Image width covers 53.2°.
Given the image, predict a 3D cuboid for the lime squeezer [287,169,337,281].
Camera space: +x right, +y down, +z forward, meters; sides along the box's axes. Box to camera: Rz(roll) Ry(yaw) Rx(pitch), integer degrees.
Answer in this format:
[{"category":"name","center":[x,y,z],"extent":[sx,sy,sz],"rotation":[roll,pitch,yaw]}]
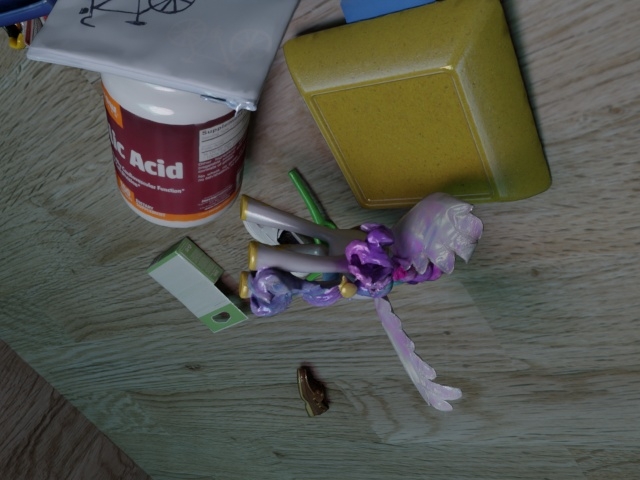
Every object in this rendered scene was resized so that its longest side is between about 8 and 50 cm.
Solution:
[{"category":"lime squeezer","center":[0.000,0.000,1.244],"extent":[0.110,0.059,0.310],"rotation":[44,153,38]}]

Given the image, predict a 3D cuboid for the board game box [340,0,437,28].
[{"category":"board game box","center":[0.108,-0.293,0.880],"extent":[0.133,0.033,0.168],"rotation":[3,139,31]}]

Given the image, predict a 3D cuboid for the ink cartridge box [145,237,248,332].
[{"category":"ink cartridge box","center":[-0.287,0.112,1.532],"extent":[0.235,0.056,0.171],"rotation":[44,140,-17]}]

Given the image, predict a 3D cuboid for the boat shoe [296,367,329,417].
[{"category":"boat shoe","center":[-0.020,0.383,1.632],"extent":[0.060,0.064,0.178],"rotation":[-13,130,4]}]

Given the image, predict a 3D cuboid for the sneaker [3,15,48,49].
[{"category":"sneaker","center":[-0.566,-0.444,1.126],"extent":[0.088,0.092,0.225],"rotation":[-6,126,38]}]

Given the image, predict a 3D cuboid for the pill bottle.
[{"category":"pill bottle","center":[-0.220,-0.211,0.997],"extent":[0.224,0.224,0.392],"rotation":[28,147,7]}]

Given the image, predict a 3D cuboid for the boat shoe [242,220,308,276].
[{"category":"boat shoe","center":[-0.080,-0.009,1.239],"extent":[0.184,0.066,0.063],"rotation":[51,146,12]}]

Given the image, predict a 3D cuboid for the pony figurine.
[{"category":"pony figurine","center":[0.068,0.042,0.942],"extent":[0.364,0.351,0.302],"rotation":[5,112,-12]}]

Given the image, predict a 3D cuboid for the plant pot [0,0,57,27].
[{"category":"plant pot","center":[-0.481,-0.454,0.935],"extent":[0.236,0.235,0.212],"rotation":[1,156,30]}]

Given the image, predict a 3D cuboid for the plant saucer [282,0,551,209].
[{"category":"plant saucer","center":[0.131,-0.160,0.935],"extent":[0.333,0.081,0.332],"rotation":[-2,135,34]}]

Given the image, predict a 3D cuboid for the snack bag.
[{"category":"snack bag","center":[-0.171,-0.331,0.787],"extent":[0.323,0.342,0.037],"rotation":[16,161,13]}]
